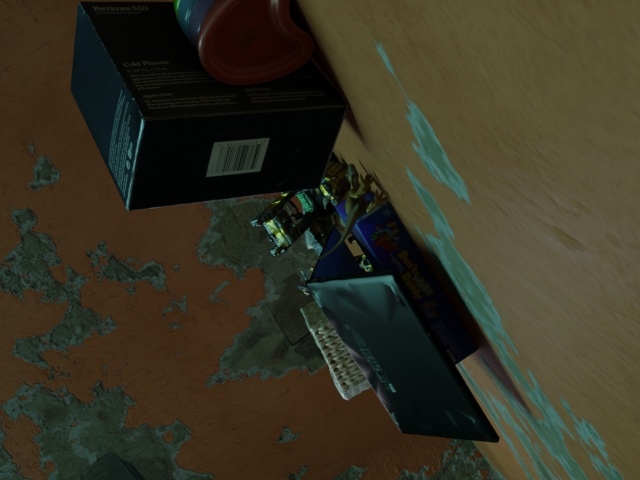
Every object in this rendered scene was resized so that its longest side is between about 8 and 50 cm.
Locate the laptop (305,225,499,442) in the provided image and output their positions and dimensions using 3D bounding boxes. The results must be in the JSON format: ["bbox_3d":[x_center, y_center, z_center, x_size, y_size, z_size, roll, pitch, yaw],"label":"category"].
[{"bbox_3d":[0.170,0.164,1.665,0.407,0.236,0.382,-11,117,54],"label":"laptop"}]

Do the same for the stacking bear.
[{"bbox_3d":[-0.151,-0.383,1.286,0.289,0.164,0.175,62,-178,37],"label":"stacking bear"}]

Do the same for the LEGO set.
[{"bbox_3d":[0.000,0.000,1.927,0.254,0.192,0.331,-4,122,44],"label":"LEGO set"}]

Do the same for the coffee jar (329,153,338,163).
[{"bbox_3d":[-0.027,-0.219,2.020,0.184,0.079,0.096,56,174,12],"label":"coffee jar"}]

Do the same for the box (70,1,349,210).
[{"bbox_3d":[-0.188,-0.230,1.365,0.313,0.343,0.179,58,143,35],"label":"box"}]

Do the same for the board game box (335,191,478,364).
[{"bbox_3d":[0.168,0.070,1.708,0.347,0.078,0.233,57,178,-14],"label":"board game box"}]

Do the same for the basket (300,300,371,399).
[{"bbox_3d":[0.142,0.283,2.686,0.267,0.331,0.328,63,177,-10],"label":"basket"}]

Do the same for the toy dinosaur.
[{"bbox_3d":[0.066,-0.058,1.553,0.064,0.112,0.212,28,-129,-17],"label":"toy dinosaur"}]

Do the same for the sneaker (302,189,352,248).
[{"bbox_3d":[0.007,-0.139,2.144,0.126,0.127,0.321,91,171,-77],"label":"sneaker"}]
